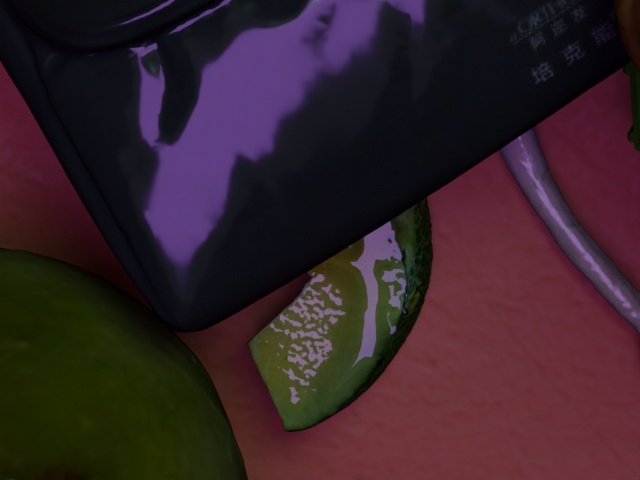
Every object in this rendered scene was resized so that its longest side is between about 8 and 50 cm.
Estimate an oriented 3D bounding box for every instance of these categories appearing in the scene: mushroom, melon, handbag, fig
[{"bbox_3d":[0.133,-0.056,0.990,0.068,0.043,0.306,-27,104,-7],"label":"mushroom"},{"bbox_3d":[0.000,0.000,1.004,0.118,0.064,0.209,-17,104,14],"label":"melon"},{"bbox_3d":[-0.018,-0.140,0.861,0.302,0.178,0.275,-32,95,3],"label":"handbag"},{"bbox_3d":[-0.168,0.167,0.956,0.316,0.316,0.316,1,108,3],"label":"fig"}]

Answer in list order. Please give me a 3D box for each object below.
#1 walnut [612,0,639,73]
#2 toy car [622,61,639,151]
[{"bbox_3d":[0.276,-0.123,0.735,0.344,0.306,0.306,-30,107,-22],"label":"walnut"},{"bbox_3d":[0.192,-0.087,0.959,0.062,0.071,0.165,-1,109,19],"label":"toy car"}]
